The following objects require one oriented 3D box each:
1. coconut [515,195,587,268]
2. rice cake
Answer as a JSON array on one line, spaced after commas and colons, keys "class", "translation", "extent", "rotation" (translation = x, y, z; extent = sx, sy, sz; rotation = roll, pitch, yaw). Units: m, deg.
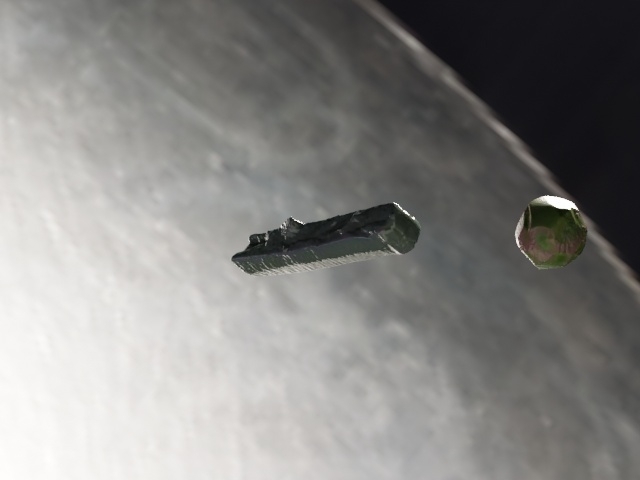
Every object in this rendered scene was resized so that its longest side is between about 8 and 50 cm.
[{"class": "coconut", "translation": [0.260, -0.008, 2.160], "extent": [0.083, 0.081, 0.082], "rotation": [-21, 66, -30]}, {"class": "rice cake", "translation": [0.000, 0.000, 1.425], "extent": [0.042, 0.030, 0.180], "rotation": [40, -32, -29]}]
